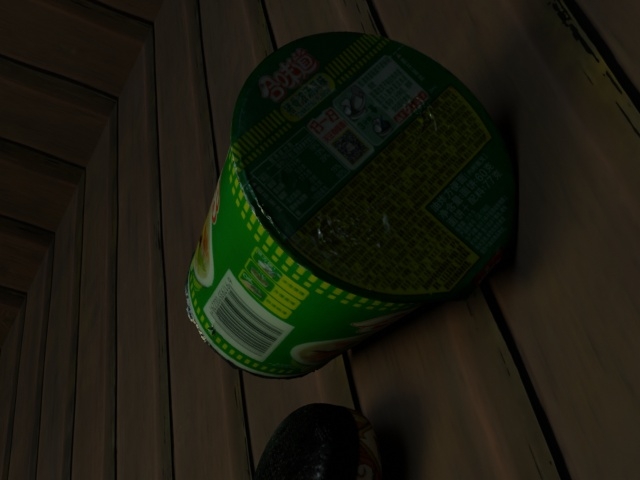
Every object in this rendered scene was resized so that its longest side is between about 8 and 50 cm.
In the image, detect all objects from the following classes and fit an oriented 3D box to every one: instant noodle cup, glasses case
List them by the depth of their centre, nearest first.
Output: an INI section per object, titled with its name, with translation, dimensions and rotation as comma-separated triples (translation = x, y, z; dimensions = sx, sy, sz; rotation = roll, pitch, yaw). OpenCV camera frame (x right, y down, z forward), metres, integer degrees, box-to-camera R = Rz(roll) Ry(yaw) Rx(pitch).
[glasses case]
translation = -0.017, 0.268, 0.787
dimensions = 0.122, 0.082, 0.321
rotation = -34, 43, 58
[instant noodle cup]
translation = 0.000, 0.000, 0.850
dimensions = 0.233, 0.207, 0.207
rotation = 129, 152, -55
